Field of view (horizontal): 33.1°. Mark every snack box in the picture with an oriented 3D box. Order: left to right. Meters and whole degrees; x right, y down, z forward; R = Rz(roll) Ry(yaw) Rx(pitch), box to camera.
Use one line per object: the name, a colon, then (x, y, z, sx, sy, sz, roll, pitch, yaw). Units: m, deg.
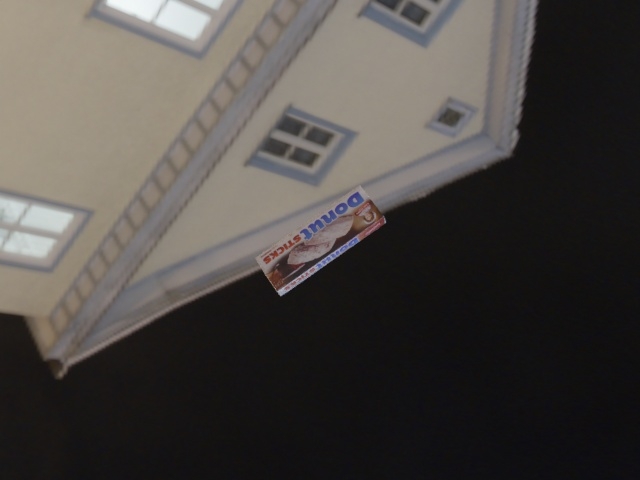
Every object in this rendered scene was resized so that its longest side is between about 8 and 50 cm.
snack box: (0.000, 0.000, 1.479, 0.178, 0.022, 0.064, -35, -119, -2)
